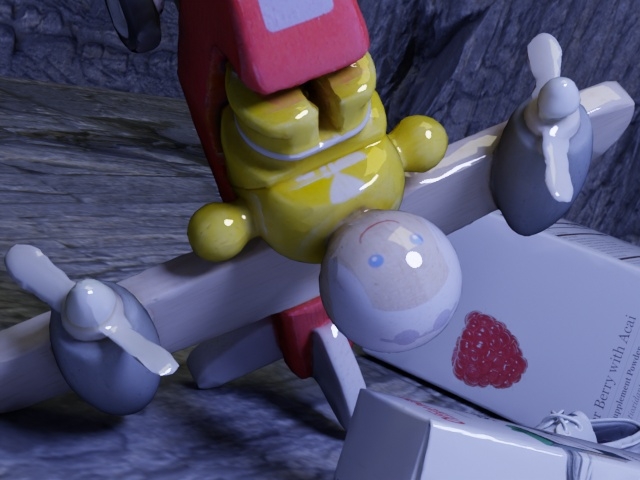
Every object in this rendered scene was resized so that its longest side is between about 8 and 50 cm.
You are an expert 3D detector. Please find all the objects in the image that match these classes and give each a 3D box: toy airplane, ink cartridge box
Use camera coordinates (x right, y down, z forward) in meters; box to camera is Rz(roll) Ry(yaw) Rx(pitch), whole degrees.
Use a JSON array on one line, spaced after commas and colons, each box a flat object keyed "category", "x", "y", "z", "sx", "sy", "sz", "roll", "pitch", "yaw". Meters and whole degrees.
[{"category": "toy airplane", "x": 0.000, "y": 0.000, "z": 0.802, "sx": 0.384, "sy": 0.386, "sz": 0.272, "roll": 22, "pitch": 17, "yaw": -38}, {"category": "ink cartridge box", "x": 0.129, "y": 0.160, "z": 0.711, "sx": 0.219, "sy": 0.092, "sz": 0.160, "roll": 15, "pitch": -4, "yaw": -13}]

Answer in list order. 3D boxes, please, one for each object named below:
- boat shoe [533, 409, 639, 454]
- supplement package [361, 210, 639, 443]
[{"category": "boat shoe", "x": 0.195, "y": 0.164, "z": 0.954, "sx": 0.184, "sy": 0.063, "sz": 0.066, "roll": 10, "pitch": 12, "yaw": -34}, {"category": "supplement package", "x": 0.220, "y": 0.076, "z": 1.144, "sx": 0.293, "sy": 0.177, "sz": 0.175, "roll": 22, "pitch": 12, "yaw": 30}]
